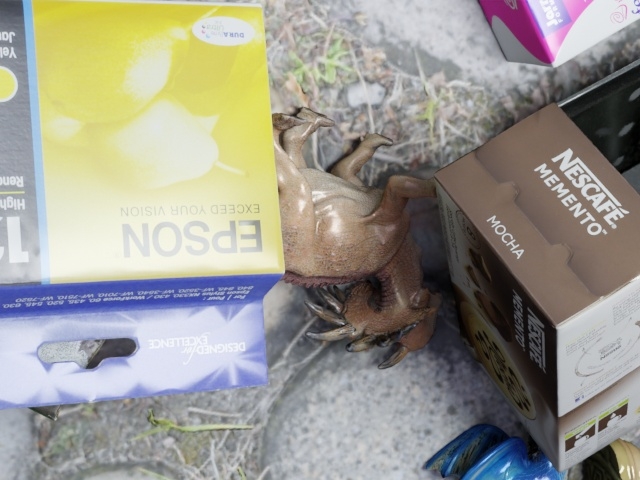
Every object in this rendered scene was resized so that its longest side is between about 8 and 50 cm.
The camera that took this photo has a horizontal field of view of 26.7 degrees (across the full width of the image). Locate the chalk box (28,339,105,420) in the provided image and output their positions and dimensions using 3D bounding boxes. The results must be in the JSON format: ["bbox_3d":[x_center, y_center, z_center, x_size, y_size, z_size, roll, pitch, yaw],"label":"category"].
[{"bbox_3d":[-0.278,0.028,1.103,0.213,0.132,0.132,32,91,-16],"label":"chalk box"}]

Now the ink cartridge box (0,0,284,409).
[{"bbox_3d":[-0.179,-0.032,1.030,0.303,0.072,0.307,-3,81,-25],"label":"ink cartridge box"}]

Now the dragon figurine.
[{"bbox_3d":[0.159,0.226,1.271,0.289,0.085,0.144,-29,103,-13],"label":"dragon figurine"}]

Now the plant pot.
[{"bbox_3d":[0.310,-0.045,1.205,0.188,0.167,0.187,-29,70,-8],"label":"plant pot"}]

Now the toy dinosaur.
[{"bbox_3d":[0.000,0.000,1.179,0.295,0.127,0.200,19,101,-11],"label":"toy dinosaur"}]

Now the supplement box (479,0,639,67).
[{"bbox_3d":[0.254,-0.255,1.204,0.220,0.114,0.111,-31,107,-6],"label":"supplement box"}]

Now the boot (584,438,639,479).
[{"bbox_3d":[0.404,0.274,1.350,0.269,0.089,0.236,-13,113,-12],"label":"boot"}]

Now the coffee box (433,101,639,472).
[{"bbox_3d":[0.197,0.049,1.122,0.119,0.168,0.297,-30,150,-8],"label":"coffee box"}]
